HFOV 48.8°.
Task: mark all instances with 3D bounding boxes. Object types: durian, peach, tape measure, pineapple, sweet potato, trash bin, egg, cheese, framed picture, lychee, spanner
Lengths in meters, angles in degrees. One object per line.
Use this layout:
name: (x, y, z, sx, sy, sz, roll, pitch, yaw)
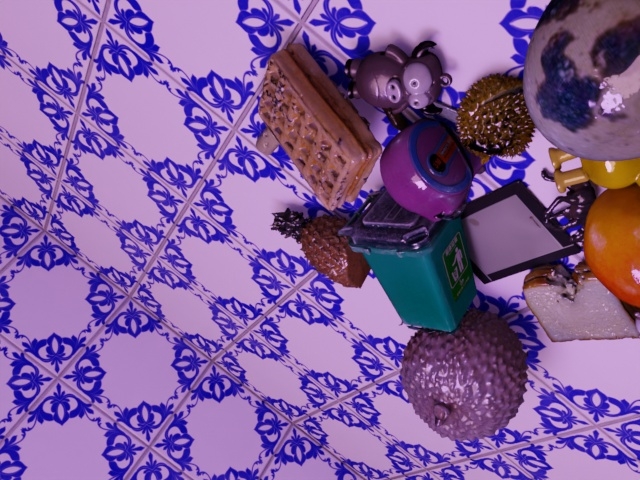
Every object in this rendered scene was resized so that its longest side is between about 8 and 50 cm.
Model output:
durian: (0.385, -0.248, 1.600, 0.194, 0.137, 0.237, 19, 137, 18)
peach: (0.704, 0.015, 1.507, 0.289, 0.307, 0.289, 18, 149, 11)
tape measure: (0.267, -0.169, 1.723, 0.245, 0.231, 0.149, 44, 144, -9)
pineapple: (0.000, 0.000, 2.183, 0.362, 0.202, 0.202, 24, 145, 34)
sweet potato: (0.178, -0.321, 1.786, 0.153, 0.038, 0.041, 42, 121, -6)
trash bin: (0.258, 0.053, 1.939, 0.295, 0.259, 0.381, 5, 131, 40)
egg: (0.538, -0.316, 1.246, 0.345, 0.345, 0.428, 37, 160, -2)
cheese: (-0.128, -0.311, 2.041, 0.065, 0.043, 0.194, 36, 143, -9)
framed picture: (0.487, -0.011, 1.910, 0.265, 0.016, 0.347, 44, 144, -12)
lychee: (0.419, 0.384, 2.065, 0.381, 0.432, 0.380, 15, 125, 23)
spanner: (0.328, -0.301, 1.705, 0.302, 0.017, 0.071, 28, 143, 10)

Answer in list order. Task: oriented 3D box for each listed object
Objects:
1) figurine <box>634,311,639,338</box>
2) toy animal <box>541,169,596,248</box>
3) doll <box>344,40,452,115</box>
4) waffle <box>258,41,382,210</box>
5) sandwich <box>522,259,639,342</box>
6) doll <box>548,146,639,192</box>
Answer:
figurine: (0.835, 0.147, 1.724, 0.260, 0.103, 0.205, 33, 119, -3)
toy animal: (0.609, -0.083, 1.691, 0.148, 0.084, 0.232, -4, 126, 16)
doll: (0.181, -0.378, 1.651, 0.257, 0.117, 0.182, 14, 133, 31)
waffle: (-0.013, -0.284, 1.803, 0.376, 0.114, 0.261, 54, 155, 17)
sandwich: (0.690, 0.161, 1.869, 0.273, 0.095, 0.249, -12, 126, 45)
doll: (0.651, -0.207, 1.447, 0.363, 0.145, 0.199, -18, 76, 32)
